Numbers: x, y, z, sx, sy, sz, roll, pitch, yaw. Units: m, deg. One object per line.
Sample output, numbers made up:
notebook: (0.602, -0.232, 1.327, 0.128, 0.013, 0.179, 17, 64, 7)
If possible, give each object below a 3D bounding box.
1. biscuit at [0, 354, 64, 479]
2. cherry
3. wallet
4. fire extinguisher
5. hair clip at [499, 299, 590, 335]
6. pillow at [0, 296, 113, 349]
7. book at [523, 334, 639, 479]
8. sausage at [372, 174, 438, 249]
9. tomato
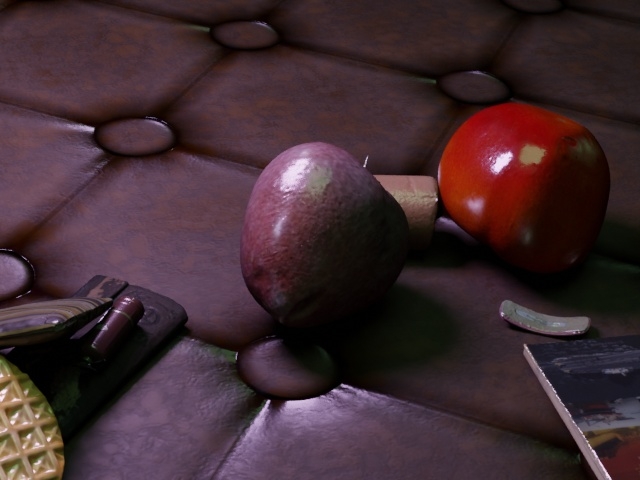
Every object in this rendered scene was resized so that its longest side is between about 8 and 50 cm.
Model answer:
biscuit: (-0.412, 0.276, 1.637, 0.205, 0.040, 0.309, 37, 45, -2)
cherry: (0.000, 0.000, 2.019, 0.221, 0.261, 0.307, -5, 47, 48)
wallet: (-0.335, 0.154, 1.915, 0.170, 0.044, 0.321, 20, 36, 19)
fire extinguisher: (-0.301, 0.135, 1.881, 0.078, 0.045, 0.157, -6, 29, 27)
hair clip: (0.338, 0.120, 2.077, 0.137, 0.022, 0.054, 11, 32, 9)
pillow: (-0.404, 0.115, 1.827, 0.208, 0.052, 0.212, -11, 6, 11)
book: (0.467, 0.250, 1.892, 0.263, 0.028, 0.374, -3, 33, -15)
sausage: (0.057, -0.047, 2.207, 0.253, 0.123, 0.123, 2, 33, -5)
tomato: (0.330, -0.096, 2.189, 0.299, 0.226, 0.298, 20, 27, -11)
